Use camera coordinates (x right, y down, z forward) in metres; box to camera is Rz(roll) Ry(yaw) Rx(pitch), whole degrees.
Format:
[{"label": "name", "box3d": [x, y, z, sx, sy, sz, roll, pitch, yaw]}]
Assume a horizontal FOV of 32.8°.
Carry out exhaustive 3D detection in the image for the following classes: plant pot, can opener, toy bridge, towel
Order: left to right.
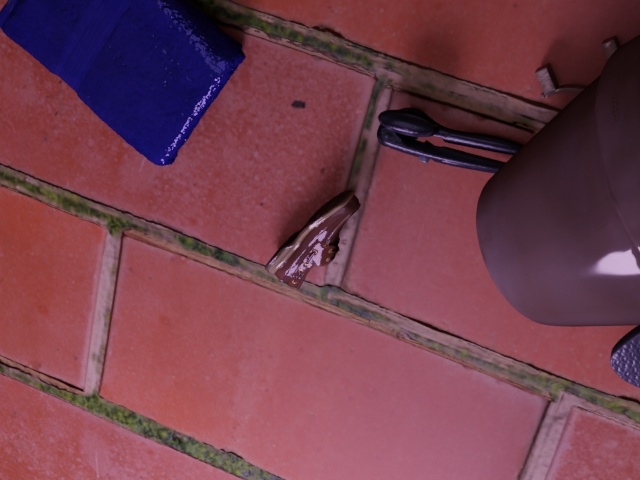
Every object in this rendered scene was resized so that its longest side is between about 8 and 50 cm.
[{"label": "towel", "box3d": [-0.258, -0.268, 1.414, 0.308, 0.076, 0.227, 43, 127, 1]}, {"label": "can opener", "box3d": [0.156, -0.114, 1.313, 0.186, 0.073, 0.059, 19, 109, 4]}, {"label": "toy bridge", "box3d": [0.335, -0.197, 1.222, 0.188, 0.026, 0.063, -21, 103, 28]}, {"label": "plant pot", "box3d": [0.328, -0.034, 1.155, 0.280, 0.323, 0.323, -26, 100, 44]}]

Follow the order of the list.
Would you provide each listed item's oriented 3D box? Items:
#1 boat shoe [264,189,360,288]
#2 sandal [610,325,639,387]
[{"label": "boat shoe", "box3d": [0.000, 0.000, 1.422, 0.060, 0.064, 0.178, 43, 126, -5]}, {"label": "sandal", "box3d": [0.465, 0.100, 1.283, 0.254, 0.054, 0.097, -31, 104, 20]}]
